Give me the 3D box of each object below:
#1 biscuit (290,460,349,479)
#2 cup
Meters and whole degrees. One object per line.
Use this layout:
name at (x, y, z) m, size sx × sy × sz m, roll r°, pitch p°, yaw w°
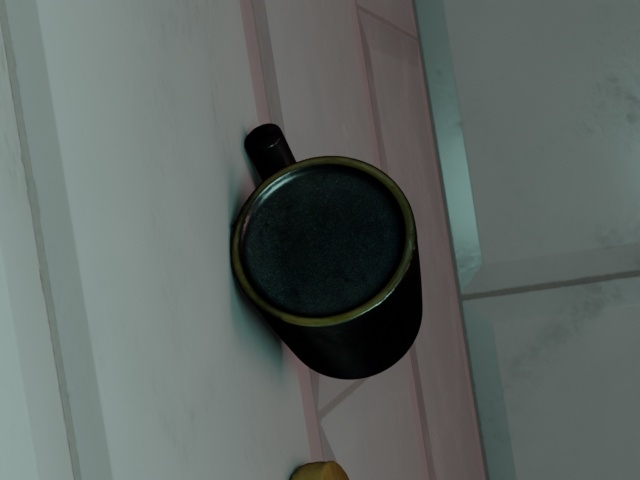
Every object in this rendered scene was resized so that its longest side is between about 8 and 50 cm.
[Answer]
biscuit at (0.032, 0.372, 1.480) m, size 0.275 × 0.052 × 0.355 m, roll -81°, pitch 159°, yaw -56°
cup at (0.017, 0.001, 1.409) m, size 0.177 × 0.166 × 0.239 m, roll 66°, pitch 20°, yaw -63°
